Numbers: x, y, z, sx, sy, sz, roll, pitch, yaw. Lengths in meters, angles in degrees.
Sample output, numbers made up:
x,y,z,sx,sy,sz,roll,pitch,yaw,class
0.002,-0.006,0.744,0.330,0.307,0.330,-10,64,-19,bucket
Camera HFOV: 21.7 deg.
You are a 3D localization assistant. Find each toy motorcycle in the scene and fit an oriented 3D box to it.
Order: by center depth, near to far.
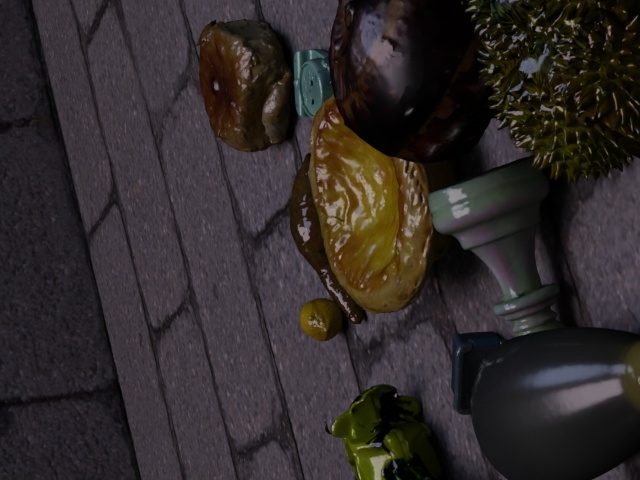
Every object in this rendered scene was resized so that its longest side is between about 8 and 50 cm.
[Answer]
x,y,z,sx,sy,sz,roll,pitch,yaw,class
0.112,0.312,2.226,0.342,0.142,0.206,41,153,63,toy motorcycle

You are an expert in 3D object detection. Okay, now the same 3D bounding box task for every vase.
x,y,z,sx,sy,sz,roll,pitch,yaw,class
0.300,0.152,1.684,0.321,0.173,0.173,-30,71,61,vase

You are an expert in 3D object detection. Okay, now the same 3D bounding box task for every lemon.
x,y,z,sx,sy,sz,roll,pitch,yaw,class
0.002,0.119,2.504,0.092,0.065,0.065,-137,43,-70,lemon

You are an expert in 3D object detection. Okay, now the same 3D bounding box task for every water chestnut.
x,y,z,sx,sy,sz,roll,pitch,yaw,class
0.151,-0.207,1.827,0.300,0.300,0.300,171,90,-68,water chestnut

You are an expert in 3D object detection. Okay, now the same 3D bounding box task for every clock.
x,y,z,sx,sy,sz,roll,pitch,yaw,class
0.003,-0.219,2.405,0.135,0.041,0.101,-150,54,-62,clock

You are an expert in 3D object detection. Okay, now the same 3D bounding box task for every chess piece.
x,y,z,sx,sy,sz,roll,pitch,yaw,class
0.226,0.051,1.887,0.139,0.139,0.272,-20,90,67,chess piece

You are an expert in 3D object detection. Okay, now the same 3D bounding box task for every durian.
x,y,z,sx,sy,sz,roll,pitch,yaw,class
0.256,-0.205,1.567,0.291,0.224,0.291,159,90,-76,durian

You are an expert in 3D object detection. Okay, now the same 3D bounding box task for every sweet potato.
x,y,z,sx,sy,sz,roll,pitch,yaw,class
-0.001,0.003,2.460,0.075,0.074,0.270,-44,62,63,sweet potato

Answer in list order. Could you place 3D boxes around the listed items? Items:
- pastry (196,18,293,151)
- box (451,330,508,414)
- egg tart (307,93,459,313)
x,y,z,sx,sy,sz,roll,pitch,yaw,class
-0.119,-0.250,2.613,0.218,0.100,0.229,115,139,-54,pastry
0.195,0.158,2.052,0.054,0.074,0.099,-115,24,-66,box
0.095,-0.064,2.134,0.319,0.128,0.319,173,90,-65,egg tart
